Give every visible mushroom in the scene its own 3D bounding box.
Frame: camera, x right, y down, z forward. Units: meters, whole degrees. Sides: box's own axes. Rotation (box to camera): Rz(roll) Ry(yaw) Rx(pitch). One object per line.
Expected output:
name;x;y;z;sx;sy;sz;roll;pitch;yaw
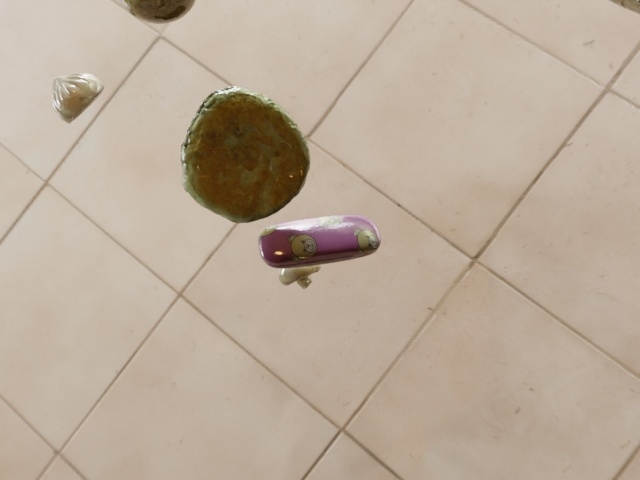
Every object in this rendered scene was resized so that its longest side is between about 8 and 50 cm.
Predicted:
mushroom;-0.069;0.102;1.605;0.154;0.154;0.122;-26;95;4

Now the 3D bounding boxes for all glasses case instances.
glasses case;0.000;0.000;1.234;0.317;0.075;0.123;-7;56;-14

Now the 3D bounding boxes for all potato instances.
potato;-0.303;-0.479;0.878;0.157;0.157;0.194;-37;49;3

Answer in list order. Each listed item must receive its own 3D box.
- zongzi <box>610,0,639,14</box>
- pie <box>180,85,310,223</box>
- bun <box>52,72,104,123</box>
zongzi;0.458;-0.379;0.700;0.176;0.160;0.078;30;114;21
pie;-0.176;-0.192;1.147;0.324;0.070;0.322;-3;109;-8
bun;-0.602;-0.360;1.176;0.138;0.138;0.094;-45;117;1
